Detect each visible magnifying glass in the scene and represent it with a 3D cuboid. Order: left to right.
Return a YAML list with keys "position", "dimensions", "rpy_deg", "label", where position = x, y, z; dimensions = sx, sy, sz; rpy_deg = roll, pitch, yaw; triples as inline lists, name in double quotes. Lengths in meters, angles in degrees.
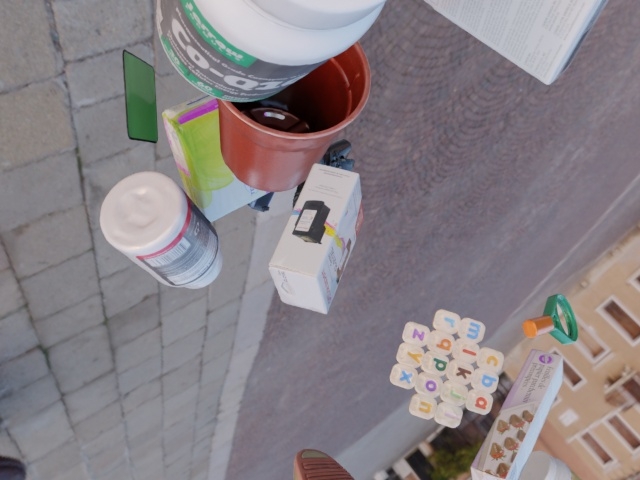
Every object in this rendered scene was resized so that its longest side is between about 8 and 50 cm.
- position: [0.400, 0.142, 1.075]
  dimensions: [0.026, 0.092, 0.230]
  rpy_deg: [-22, 166, 33]
  label: "magnifying glass"

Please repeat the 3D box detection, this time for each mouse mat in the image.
- position: [-0.330, -0.259, 1.143]
  dimensions: [0.007, 0.153, 0.190]
  rpy_deg: [-1, -174, 2]
  label: "mouse mat"

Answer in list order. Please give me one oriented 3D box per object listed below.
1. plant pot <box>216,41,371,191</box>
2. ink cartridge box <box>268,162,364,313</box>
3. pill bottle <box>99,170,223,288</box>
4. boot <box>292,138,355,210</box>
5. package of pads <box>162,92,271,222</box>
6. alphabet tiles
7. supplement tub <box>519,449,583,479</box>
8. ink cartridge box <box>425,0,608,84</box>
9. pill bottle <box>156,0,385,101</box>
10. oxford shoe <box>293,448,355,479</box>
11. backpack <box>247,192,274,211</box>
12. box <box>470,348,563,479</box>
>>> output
- position: [-0.075, -0.234, 1.130]
  dimensions: [0.272, 0.272, 0.265]
  rpy_deg: [-30, 167, -23]
  label: "plant pot"
- position: [0.000, 0.000, 0.897]
  dimensions: [0.127, 0.072, 0.175]
  rpy_deg: [76, 32, -60]
  label: "ink cartridge box"
- position: [-0.320, -0.003, 1.335]
  dimensions: [0.176, 0.176, 0.318]
  rpy_deg: [-38, 157, -6]
  label: "pill bottle"
- position: [0.017, -0.170, 1.840]
  dimensions: [0.207, 0.094, 0.247]
  rpy_deg: [-22, 123, -52]
  label: "boot"
- position: [-0.217, -0.201, 1.422]
  dimensions: [0.229, 0.101, 0.297]
  rpy_deg: [-29, 140, -18]
  label: "package of pads"
- position: [0.331, 0.333, 1.625]
  dimensions: [0.021, 0.277, 0.284]
  rpy_deg: [119, -11, -80]
  label: "alphabet tiles"
- position: [0.561, 0.608, 1.463]
  dimensions: [0.144, 0.199, 0.144]
  rpy_deg: [-46, -172, 8]
  label: "supplement tub"
- position: [0.276, -0.463, 0.971]
  dimensions: [0.091, 0.385, 0.308]
  rpy_deg: [-44, 165, -16]
  label: "ink cartridge box"
- position: [-0.052, -0.267, 0.630]
  dimensions: [0.204, 0.204, 0.361]
  rpy_deg: [-34, -167, -14]
  label: "pill bottle"
- position: [0.030, 0.543, 1.056]
  dimensions: [0.140, 0.397, 0.147]
  rpy_deg: [14, 118, -34]
  label: "oxford shoe"
- position: [-0.186, -0.144, 1.728]
  dimensions: [0.084, 0.114, 0.105]
  rpy_deg: [20, 96, -36]
  label: "backpack"
- position: [0.364, 0.325, 1.127]
  dimensions: [0.324, 0.063, 0.067]
  rpy_deg: [-43, 131, -42]
  label: "box"
